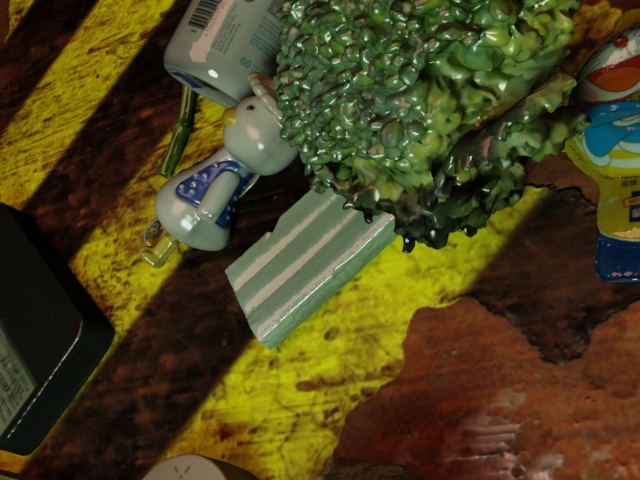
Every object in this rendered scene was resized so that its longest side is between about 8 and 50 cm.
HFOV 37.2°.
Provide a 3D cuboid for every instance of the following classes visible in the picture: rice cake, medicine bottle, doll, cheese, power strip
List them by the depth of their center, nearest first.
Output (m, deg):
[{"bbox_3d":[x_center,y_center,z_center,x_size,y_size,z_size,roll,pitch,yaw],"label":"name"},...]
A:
[{"bbox_3d":[0.286,-0.091,0.818,0.176,0.069,0.271,-7,65,36],"label":"cheese"},{"bbox_3d":[-0.120,0.293,0.943,0.154,0.078,0.154,-16,58,28],"label":"power strip"},{"bbox_3d":[0.000,0.000,1.016,0.237,0.043,0.127,-41,50,13],"label":"rice cake"},{"bbox_3d":[-0.100,-0.085,1.087,0.293,0.119,0.138,-44,18,14],"label":"doll"},{"bbox_3d":[-0.088,-0.276,1.159,0.135,0.135,0.215,24,84,43],"label":"medicine bottle"}]

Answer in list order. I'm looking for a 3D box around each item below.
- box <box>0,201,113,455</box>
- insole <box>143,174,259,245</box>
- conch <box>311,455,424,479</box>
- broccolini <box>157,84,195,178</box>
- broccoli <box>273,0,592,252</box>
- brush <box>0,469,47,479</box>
[{"bbox_3d":[-0.419,0.109,1.285,0.211,0.058,0.350,-54,47,6],"label":"box"},{"bbox_3d":[-0.150,-0.046,1.184,0.197,0.004,0.065,-32,53,22],"label":"insole"},{"bbox_3d":[0.055,0.333,0.714,0.352,0.210,0.297,14,93,43],"label":"conch"},{"bbox_3d":[-0.177,-0.196,1.259,0.054,0.051,0.239,5,78,33],"label":"broccolini"},{"bbox_3d":[0.090,-0.165,0.844,0.324,0.271,0.334,-89,1,-71],"label":"broccoli"},{"bbox_3d":[-0.340,0.305,1.129,0.282,0.054,0.048,-2,77,38],"label":"brush"}]
